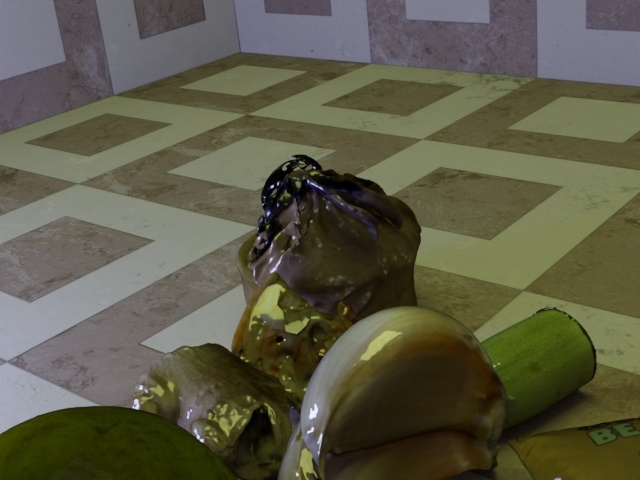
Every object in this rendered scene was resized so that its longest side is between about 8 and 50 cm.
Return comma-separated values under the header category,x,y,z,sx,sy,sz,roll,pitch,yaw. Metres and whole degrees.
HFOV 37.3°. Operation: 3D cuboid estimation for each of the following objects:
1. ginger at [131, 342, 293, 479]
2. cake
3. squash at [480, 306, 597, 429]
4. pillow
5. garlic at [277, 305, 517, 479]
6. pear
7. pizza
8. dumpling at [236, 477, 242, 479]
category,x,y,z,sx,sy,sz,roll,pitch,yaw
ginger,-0.151,0.238,1.321,0.221,0.130,0.276,12,13,-12
cake,0.005,-0.004,1.657,0.332,0.321,0.332,-5,26,2
squash,0.270,0.201,1.365,0.247,0.133,0.132,-24,29,-30
pillow,0.415,0.303,1.099,0.309,0.119,0.312,-11,26,-4
garlic,0.081,0.236,1.194,0.312,0.286,0.250,-12,64,-18
pear,-0.232,0.335,0.936,0.351,0.352,0.413,-11,28,-11
pizza,0.006,0.176,1.449,0.296,0.071,0.189,32,62,9
dumpling,-0.139,0.336,1.156,0.219,0.108,0.152,7,-15,46
